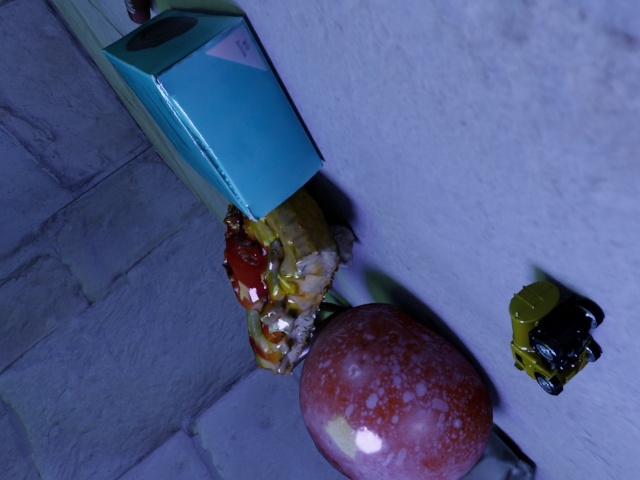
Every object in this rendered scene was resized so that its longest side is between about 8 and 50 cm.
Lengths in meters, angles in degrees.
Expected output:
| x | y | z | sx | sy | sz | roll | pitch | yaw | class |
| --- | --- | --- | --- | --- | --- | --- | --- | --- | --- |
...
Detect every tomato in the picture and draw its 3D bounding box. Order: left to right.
| x | y | z | sx | sy | sz | roll | pitch | yaw | class |
| --- | --- | --- | --- | --- | --- | --- | --- | --- | --- |
| 0.090 | 0.222 | 0.762 | 0.270 | 0.227 | 0.270 | 47 | 166 | 15 | tomato |

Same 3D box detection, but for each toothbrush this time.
| x | y | z | sx | sy | sz | roll | pitch | yaw | class |
| --- | --- | --- | --- | --- | --- | --- | --- | --- | --- |
| -0.250 | -0.367 | 0.702 | 0.040 | 0.041 | 0.364 | 52 | 169 | -6 | toothbrush |

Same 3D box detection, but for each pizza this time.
| x | y | z | sx | sy | sz | roll | pitch | yaw | class |
| --- | --- | --- | --- | --- | --- | --- | --- | --- | --- |
| -0.090 | 0.067 | 0.862 | 0.440 | 0.130 | 0.405 | -132 | 38 | -61 | pizza |

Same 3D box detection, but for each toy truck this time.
| x | y | z | sx | sy | sz | roll | pitch | yaw | class |
| --- | --- | --- | --- | --- | --- | --- | --- | --- | --- |
| 0.170 | 0.073 | 0.406 | 0.054 | 0.049 | 0.083 | 43 | 166 | 43 | toy truck |

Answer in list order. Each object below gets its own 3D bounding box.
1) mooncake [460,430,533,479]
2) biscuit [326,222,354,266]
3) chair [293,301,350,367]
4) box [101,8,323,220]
| x | y | z | sx | sy | sz | roll | pitch | yaw | class |
| --- | --- | --- | --- | --- | --- | --- | --- | --- | --- |
| 0.216 | 0.431 | 0.873 | 0.136 | 0.250 | 0.254 | 41 | 167 | 36 | mooncake |
| 0.000 | 0.000 | 0.846 | 0.061 | 0.055 | 0.219 | 69 | 166 | -10 | biscuit |
| 0.062 | 0.314 | 1.210 | 0.401 | 0.227 | 0.226 | 50 | 169 | 9 | chair |
| -0.147 | -0.175 | 0.705 | 0.311 | 0.118 | 0.205 | 38 | 165 | 54 | box |
